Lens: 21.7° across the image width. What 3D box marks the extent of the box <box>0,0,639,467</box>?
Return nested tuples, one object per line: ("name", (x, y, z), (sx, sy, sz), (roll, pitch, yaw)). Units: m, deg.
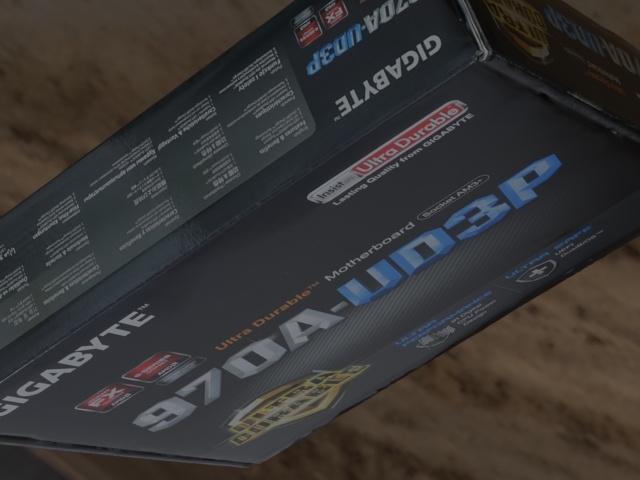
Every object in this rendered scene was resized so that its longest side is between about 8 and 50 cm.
("box", (0.000, 0.000, 0.541), (0.175, 0.220, 0.051), (17, -135, -55))
